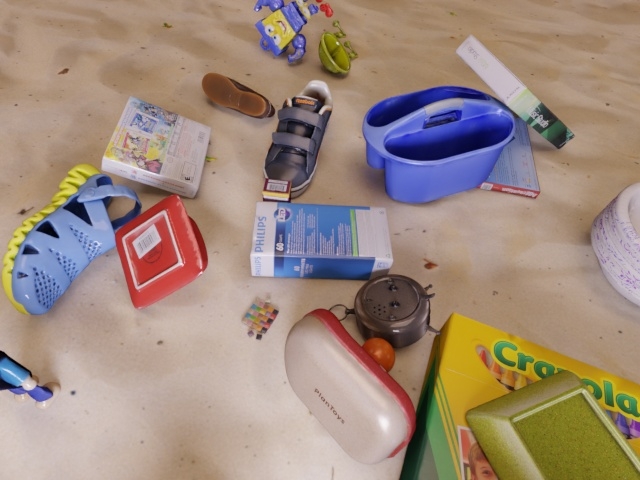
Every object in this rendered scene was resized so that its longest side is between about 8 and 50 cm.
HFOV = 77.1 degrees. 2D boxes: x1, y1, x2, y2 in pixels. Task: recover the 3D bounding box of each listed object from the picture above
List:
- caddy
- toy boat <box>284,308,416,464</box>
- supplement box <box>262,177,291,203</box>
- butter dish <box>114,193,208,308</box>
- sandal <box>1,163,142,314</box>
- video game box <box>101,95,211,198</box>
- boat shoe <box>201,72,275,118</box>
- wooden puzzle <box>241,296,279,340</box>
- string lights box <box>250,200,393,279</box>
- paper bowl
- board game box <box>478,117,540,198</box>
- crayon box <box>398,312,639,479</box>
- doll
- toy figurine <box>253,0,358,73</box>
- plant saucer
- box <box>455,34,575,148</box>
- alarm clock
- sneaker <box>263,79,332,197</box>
[{"bbox_3d":[0.258,-0.237,0.906,0.341,0.179,0.241,-17,55,-12],"label":"caddy"},{"bbox_3d":[0.056,0.198,0.611,0.151,0.151,0.231,-25,58,-42],"label":"toy boat"},{"bbox_3d":[-0.089,-0.083,0.831,0.054,0.083,0.043,7,53,-1],"label":"supplement box"},{"bbox_3d":[-0.262,0.024,0.720,0.160,0.118,0.160,-29,73,16],"label":"butter dish"},{"bbox_3d":[-0.432,-0.012,0.725,0.138,0.126,0.317,11,55,-2],"label":"sandal"},{"bbox_3d":[-0.348,-0.204,0.877,0.187,0.048,0.205,19,49,-25],"label":"video game box"},{"bbox_3d":[-0.213,-0.371,1.049,0.207,0.073,0.073,32,19,13],"label":"boat shoe"},{"bbox_3d":[-0.107,0.136,0.715,0.049,0.006,0.083,25,55,12],"label":"wooden puzzle"},{"bbox_3d":[0.000,0.000,0.783,0.259,0.077,0.133,3,53,-4],"label":"string lights box"},{"bbox_3d":[0.682,0.029,0.786,0.284,0.148,0.284,2,53,-3],"label":"paper bowl"},{"bbox_3d":[0.467,-0.229,1.031,0.145,0.027,0.281,12,54,2],"label":"board game box"},{"bbox_3d":[0.316,0.315,0.562,0.362,0.106,0.313,21,54,10],"label":"crayon box"},{"bbox_3d":[-0.432,0.176,0.538,0.129,0.189,0.046,15,53,5],"label":"doll"},{"bbox_3d":[-0.080,-0.630,1.216,0.362,0.217,0.191,52,36,-21],"label":"toy figurine"},{"bbox_3d":[0.314,0.269,0.502,0.188,0.045,0.188,-14,55,-16],"label":"plant saucer"},{"bbox_3d":[0.500,-0.371,1.021,0.322,0.058,0.232,10,45,-40],"label":"box"},{"bbox_3d":[0.105,0.120,0.701,0.192,0.064,0.129,-8,42,11],"label":"alarm clock"},{"bbox_3d":[-0.051,-0.250,0.935,0.126,0.127,0.321,13,55,2],"label":"sneaker"}]
